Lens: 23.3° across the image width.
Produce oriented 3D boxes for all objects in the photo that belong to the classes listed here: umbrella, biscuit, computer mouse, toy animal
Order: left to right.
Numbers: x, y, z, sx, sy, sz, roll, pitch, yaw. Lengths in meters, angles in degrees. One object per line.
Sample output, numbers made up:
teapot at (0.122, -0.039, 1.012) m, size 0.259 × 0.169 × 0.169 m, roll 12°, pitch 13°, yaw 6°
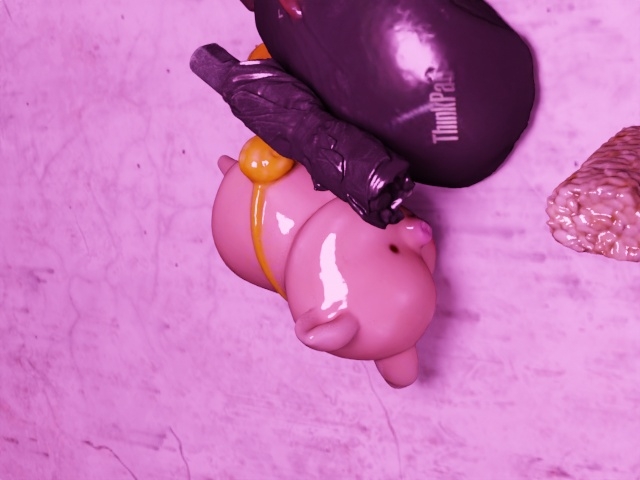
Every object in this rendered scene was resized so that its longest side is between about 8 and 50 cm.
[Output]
umbrella at (-0.019, -0.095, 1.232) m, size 0.235 × 0.059 × 0.066 m, roll 41°, pitch 128°, yaw 32°
toy animal at (-0.003, 0.000, 1.303) m, size 0.149 × 0.165 × 0.248 m, roll -56°, pitch 49°, yaw 18°
computer mouse at (0.043, -0.155, 1.248) m, size 0.269 × 0.100 × 0.170 m, roll 48°, pitch 128°, yaw 22°
biscuit at (0.219, -0.032, 1.073) m, size 0.082 × 0.168 × 0.070 m, roll 6°, pitch 109°, yaw 30°

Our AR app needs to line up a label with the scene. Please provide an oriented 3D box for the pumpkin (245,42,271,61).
pumpkin at (-0.036, -0.138, 1.378) m, size 0.050 × 0.028 × 0.083 m, roll -38°, pitch 68°, yaw 42°

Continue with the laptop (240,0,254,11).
laptop at (-0.084, -0.322, 1.369) m, size 0.207 × 0.026 × 0.154 m, roll 51°, pitch 134°, yaw 21°
